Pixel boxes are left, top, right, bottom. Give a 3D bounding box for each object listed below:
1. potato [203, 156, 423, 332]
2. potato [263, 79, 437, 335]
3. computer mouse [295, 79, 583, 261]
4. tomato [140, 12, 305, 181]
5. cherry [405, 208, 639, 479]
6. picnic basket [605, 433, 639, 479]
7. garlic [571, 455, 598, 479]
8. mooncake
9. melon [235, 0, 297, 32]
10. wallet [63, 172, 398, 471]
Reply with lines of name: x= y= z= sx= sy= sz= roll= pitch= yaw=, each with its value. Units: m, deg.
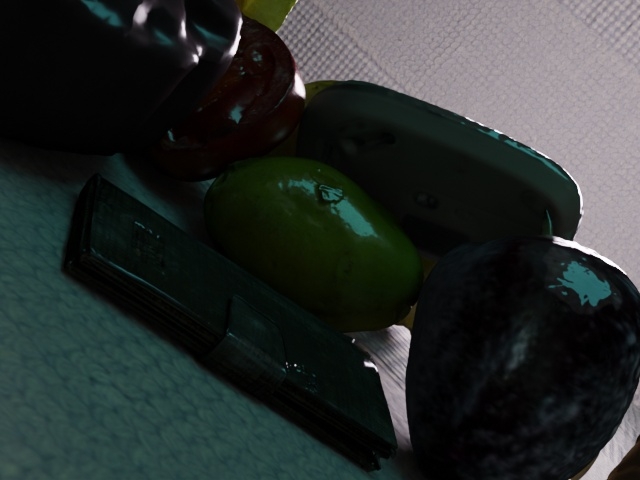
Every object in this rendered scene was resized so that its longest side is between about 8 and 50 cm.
potato: x=0.000 y=0.000 z=0.949 sx=0.253 sy=0.148 sz=0.186 roll=28 pitch=38 yaw=-29
potato: x=0.085 y=-0.065 z=1.219 sx=0.359 sy=0.219 sz=0.269 roll=51 pitch=50 yaw=2
computer mouse: x=0.126 y=-0.067 z=1.018 sx=0.330 sy=0.197 sz=0.095 roll=23 pitch=49 yaw=7
tomato: x=-0.123 y=-0.147 z=1.038 sx=0.233 sy=0.200 sz=0.140 roll=45 pitch=-18 yaw=34
cherry: x=0.193 y=0.110 z=0.892 sx=0.218 sy=0.296 sz=0.255 roll=27 pitch=-13 yaw=-5
picnic basket: x=0.436 y=0.308 z=0.896 sx=0.291 sy=0.321 sz=0.254 roll=40 pitch=8 yaw=-20
garlic: x=0.280 y=0.232 z=1.171 sx=0.164 sy=0.145 sz=0.245 roll=13 pitch=0 yaw=17
mooncake: x=-0.247 y=-0.240 z=0.814 sx=0.350 sy=0.212 sz=0.381 roll=48 pitch=23 yaw=5
melon: x=-0.219 y=-0.330 z=1.138 sx=0.343 sy=0.331 sz=0.226 roll=40 pitch=41 yaw=-32
wallet: x=-0.068 y=0.064 z=0.773 sx=0.317 sy=0.044 sz=0.169 roll=37 pitch=14 yaw=-22
